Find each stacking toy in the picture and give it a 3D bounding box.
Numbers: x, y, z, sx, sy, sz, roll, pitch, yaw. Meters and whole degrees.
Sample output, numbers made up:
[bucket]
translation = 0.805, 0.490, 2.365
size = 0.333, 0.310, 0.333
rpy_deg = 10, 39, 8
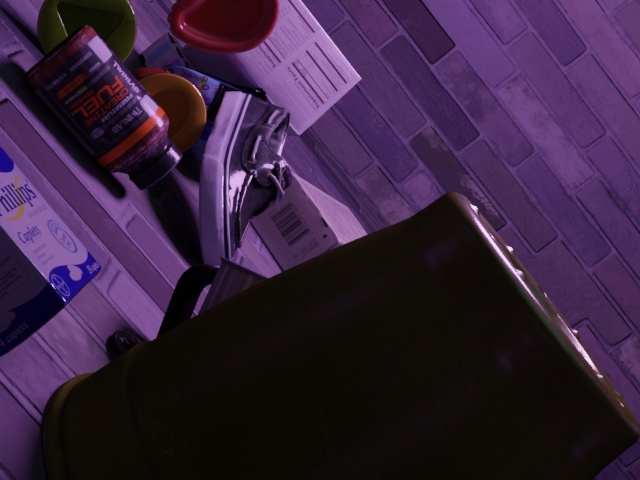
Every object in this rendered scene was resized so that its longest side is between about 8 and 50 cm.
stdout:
[stacking toy]
translation = -0.232, -0.308, 1.650
size = 0.279, 0.309, 0.130
rpy_deg = 37, 7, -24

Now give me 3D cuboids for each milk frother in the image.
[milk frother]
translation = -0.114, 0.080, 1.138
size = 0.129, 0.134, 0.143
rpy_deg = 23, -3, 17

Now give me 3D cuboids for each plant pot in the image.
[plant pot]
translation = 0.040, 0.155, 0.932
size = 0.366, 0.353, 0.366
rpy_deg = 50, 10, -12

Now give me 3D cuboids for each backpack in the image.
[backpack]
translation = -0.186, -0.195, 1.845
size = 0.173, 0.116, 0.158
rpy_deg = 23, -17, -8

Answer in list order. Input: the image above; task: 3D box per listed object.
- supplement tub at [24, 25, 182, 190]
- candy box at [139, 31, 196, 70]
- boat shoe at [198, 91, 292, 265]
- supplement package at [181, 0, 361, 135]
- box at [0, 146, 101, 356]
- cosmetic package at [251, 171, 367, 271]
[supplement tub]
translation = -0.256, -0.156, 1.437
size = 0.198, 0.106, 0.106
rpy_deg = 49, 10, -17
[candy box]
translation = -0.218, -0.251, 2.098
size = 0.165, 0.070, 0.196
rpy_deg = 39, 17, -55
[boat shoe]
translation = -0.098, -0.097, 1.632
size = 0.335, 0.119, 0.121
rpy_deg = -84, 179, -45
[supplement package]
translation = -0.088, -0.292, 1.962
size = 0.204, 0.145, 0.262
rpy_deg = 51, -12, -16
[box]
translation = -0.254, 0.005, 0.936
size = 0.137, 0.072, 0.126
rpy_deg = 51, 9, -7
[cosmetic package]
translation = 0.000, 0.000, 2.091
size = 0.160, 0.113, 0.309
rpy_deg = 56, 9, 20
